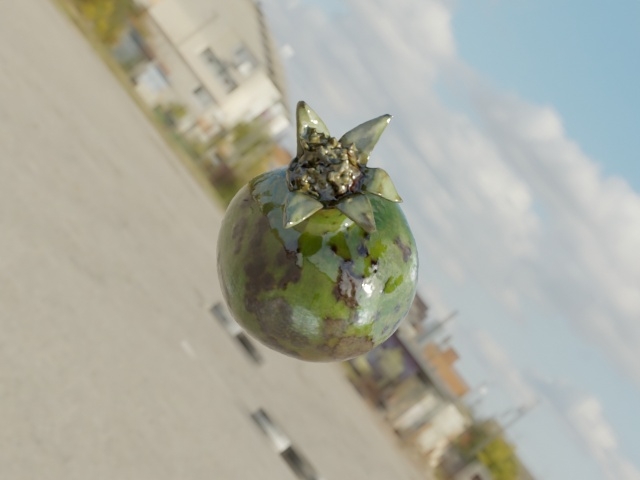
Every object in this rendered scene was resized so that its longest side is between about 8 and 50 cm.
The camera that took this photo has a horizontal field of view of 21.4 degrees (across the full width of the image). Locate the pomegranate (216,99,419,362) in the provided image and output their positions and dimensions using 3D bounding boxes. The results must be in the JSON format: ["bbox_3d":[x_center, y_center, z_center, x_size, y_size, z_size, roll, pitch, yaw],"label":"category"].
[{"bbox_3d":[0.006,0.003,1.130,0.148,0.148,0.169,52,-34,9],"label":"pomegranate"}]
